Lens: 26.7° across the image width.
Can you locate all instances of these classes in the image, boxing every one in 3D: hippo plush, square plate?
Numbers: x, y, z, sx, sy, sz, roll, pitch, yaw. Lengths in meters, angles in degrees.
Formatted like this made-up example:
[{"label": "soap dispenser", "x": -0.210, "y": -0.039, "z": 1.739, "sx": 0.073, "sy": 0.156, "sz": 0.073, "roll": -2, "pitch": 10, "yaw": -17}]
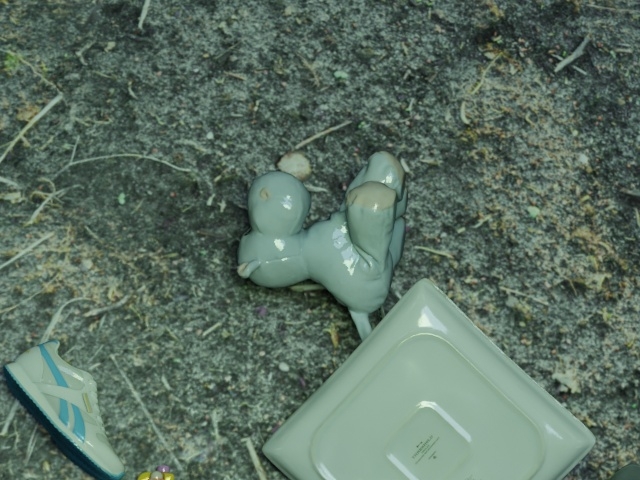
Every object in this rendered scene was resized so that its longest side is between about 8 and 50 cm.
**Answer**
[{"label": "hippo plush", "x": 0.000, "y": 0.000, "z": 2.041, "sx": 0.236, "sy": 0.234, "sz": 0.294, "roll": 7, "pitch": 106, "yaw": 10}, {"label": "square plate", "x": 0.153, "y": 0.291, "z": 1.907, "sx": 0.344, "sy": 0.049, "sz": 0.347, "roll": 43, "pitch": 91, "yaw": 4}]

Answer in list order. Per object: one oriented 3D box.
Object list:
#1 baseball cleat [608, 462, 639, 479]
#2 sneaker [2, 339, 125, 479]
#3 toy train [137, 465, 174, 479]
[{"label": "baseball cleat", "x": 0.441, "y": 0.405, "z": 1.977, "sx": 0.072, "sy": 0.109, "sz": 0.206, "roll": 30, "pitch": 61, "yaw": 7}, {"label": "sneaker", "x": -0.343, "y": 0.239, "z": 1.890, "sx": 0.092, "sy": 0.087, "sz": 0.229, "roll": -37, "pitch": 80, "yaw": -26}, {"label": "toy train", "x": -0.231, "y": 0.380, "z": 1.872, "sx": 0.166, "sy": 0.046, "sz": 0.125, "roll": -20, "pitch": 72, "yaw": -21}]
